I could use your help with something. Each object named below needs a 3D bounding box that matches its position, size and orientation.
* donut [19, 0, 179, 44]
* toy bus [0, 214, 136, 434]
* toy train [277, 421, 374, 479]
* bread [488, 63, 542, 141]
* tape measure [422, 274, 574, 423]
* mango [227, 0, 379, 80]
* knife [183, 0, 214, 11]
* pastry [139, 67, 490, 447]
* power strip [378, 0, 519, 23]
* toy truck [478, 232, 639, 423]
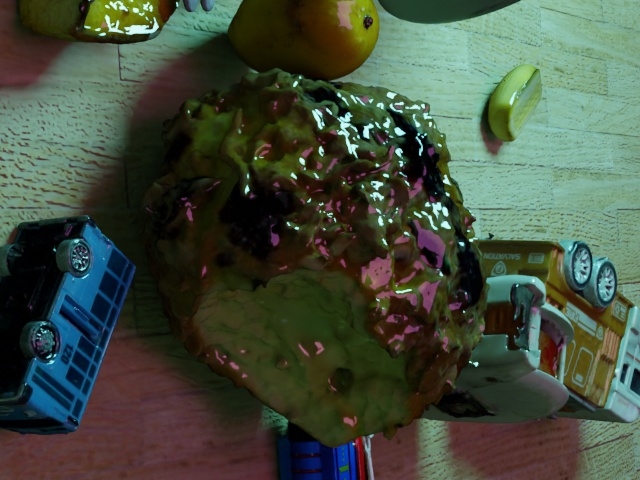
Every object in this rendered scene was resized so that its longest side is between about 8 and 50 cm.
[{"bbox_3d":[-0.193,-0.284,1.433,0.152,0.101,0.259,27,62,-54],"label":"donut"},{"bbox_3d":[-0.238,0.079,1.329,0.106,0.090,0.184,50,46,-44],"label":"toy bus"},{"bbox_3d":[0.004,0.266,1.681,0.131,0.083,0.204,-2,87,-55],"label":"toy train"},{"bbox_3d":[0.271,-0.199,2.171,0.115,0.056,0.082,-56,150,-28],"label":"bread"},{"bbox_3d":[0.172,0.137,1.792,0.265,0.258,0.130,37,54,-49],"label":"tape measure"},{"bbox_3d":[-0.024,-0.221,1.591,0.145,0.219,0.112,9,86,-25],"label":"mango"},{"bbox_3d":[-0.072,-0.319,1.594,0.398,0.038,0.132,-43,135,-69],"label":"knife"},{"bbox_3d":[0.008,-0.005,1.541,0.405,0.292,0.337,44,40,-33],"label":"pastry"},{"bbox_3d":[0.187,-0.411,1.803,0.161,0.357,0.357,58,42,-33],"label":"power strip"},{"bbox_3d":[0.331,0.138,2.125,0.387,0.173,0.207,32,66,-47],"label":"toy truck"}]
